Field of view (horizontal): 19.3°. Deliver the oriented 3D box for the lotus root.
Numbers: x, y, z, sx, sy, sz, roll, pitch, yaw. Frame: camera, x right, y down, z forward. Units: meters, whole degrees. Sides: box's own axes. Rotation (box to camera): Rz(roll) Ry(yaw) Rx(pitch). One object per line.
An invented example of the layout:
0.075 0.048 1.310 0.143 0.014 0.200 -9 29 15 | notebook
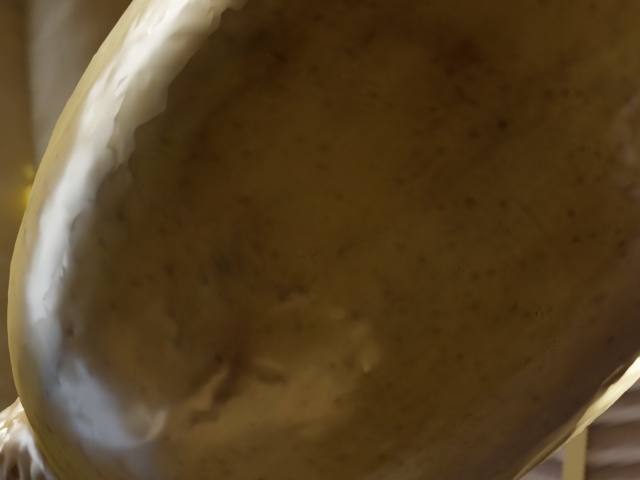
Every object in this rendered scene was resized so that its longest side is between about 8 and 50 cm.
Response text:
0.000 0.000 0.498 0.310 0.183 0.183 -47 -116 11 | lotus root
